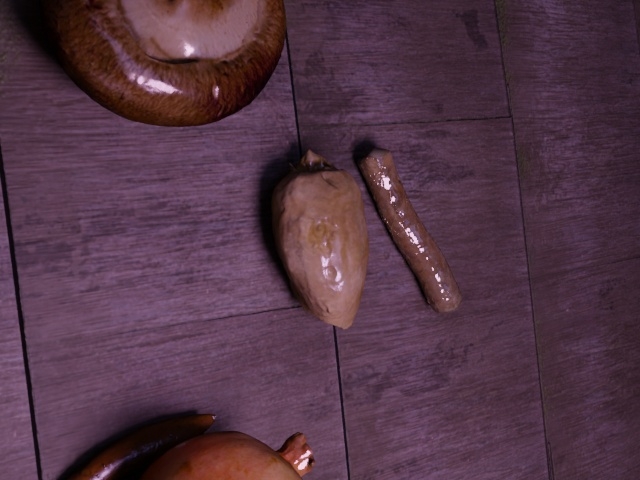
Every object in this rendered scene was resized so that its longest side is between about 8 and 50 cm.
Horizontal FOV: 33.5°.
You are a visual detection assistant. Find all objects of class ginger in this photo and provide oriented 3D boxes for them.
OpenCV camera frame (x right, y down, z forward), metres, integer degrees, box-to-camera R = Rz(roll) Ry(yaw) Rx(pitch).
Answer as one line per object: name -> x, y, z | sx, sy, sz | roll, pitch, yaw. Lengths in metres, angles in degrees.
ginger -> 0.000, 0.000, 1.546 | 0.137, 0.152, 0.267 | -6, 95, -12

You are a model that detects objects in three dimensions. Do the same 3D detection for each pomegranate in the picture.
pomegranate -> -0.109, 0.350, 1.333 | 0.270, 0.229, 0.252 | -43, 141, -24

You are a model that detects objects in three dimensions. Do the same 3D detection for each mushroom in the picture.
mushroom -> -0.193, -0.304, 1.368 | 0.345, 0.239, 0.345 | -6, 104, -26

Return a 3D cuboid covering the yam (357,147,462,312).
yam -> 0.143, -0.017, 1.718 | 0.066, 0.066, 0.300 | -44, 114, -35

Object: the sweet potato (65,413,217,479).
sweet potato -> -0.241, 0.275, 1.357 | 0.264, 0.057, 0.057 | -20, 99, -37
